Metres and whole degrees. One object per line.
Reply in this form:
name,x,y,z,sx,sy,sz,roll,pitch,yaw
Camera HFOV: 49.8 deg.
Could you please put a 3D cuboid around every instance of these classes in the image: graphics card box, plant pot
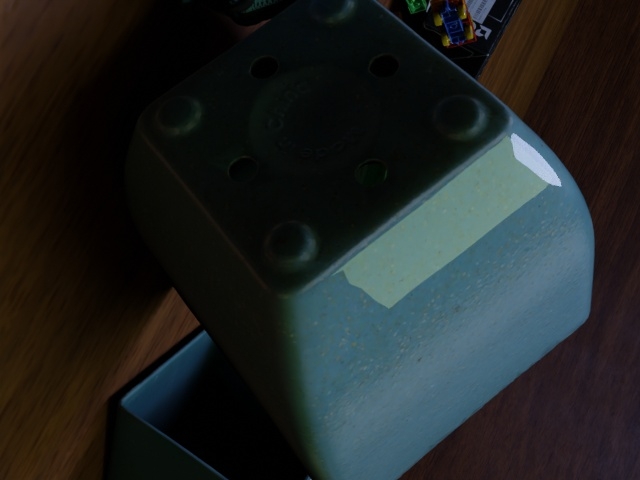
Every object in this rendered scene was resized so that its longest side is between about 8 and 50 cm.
graphics card box,0.227,-0.334,0.945,0.370,0.094,0.233,-61,176,-20
plant pot,0.019,-0.008,0.450,0.248,0.247,0.252,-38,153,-8
plant pot,-0.106,0.235,0.675,0.165,0.166,0.234,-40,158,-57

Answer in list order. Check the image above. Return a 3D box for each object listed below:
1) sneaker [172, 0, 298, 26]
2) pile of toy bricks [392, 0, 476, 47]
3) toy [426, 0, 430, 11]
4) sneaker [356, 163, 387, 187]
sneaker,-0.043,-0.168,0.342,0.341,0.125,0.139,-35,152,-56
pile of toy bricks,0.083,-0.278,0.662,0.212,0.118,0.105,47,39,-56
toy,0.140,-0.382,0.727,0.137,0.056,0.237,-58,170,-30
sneaker,0.000,0.000,0.696,0.295,0.124,0.109,-60,175,21
